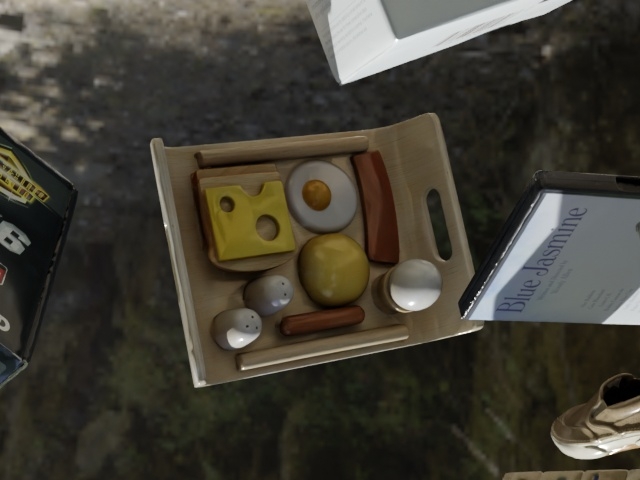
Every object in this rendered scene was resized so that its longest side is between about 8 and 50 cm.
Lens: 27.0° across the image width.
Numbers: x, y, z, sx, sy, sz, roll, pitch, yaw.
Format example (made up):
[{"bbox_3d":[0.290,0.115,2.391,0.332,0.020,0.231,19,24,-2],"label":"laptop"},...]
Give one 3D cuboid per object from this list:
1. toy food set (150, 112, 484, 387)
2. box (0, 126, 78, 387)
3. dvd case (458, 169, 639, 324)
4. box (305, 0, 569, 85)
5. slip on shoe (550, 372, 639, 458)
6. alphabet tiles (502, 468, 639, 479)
[{"bbox_3d":[0.000,0.000,1.222,0.306,0.219,0.092,-8,172,-32],"label":"toy food set"},{"bbox_3d":[-0.241,-0.035,0.718,0.051,0.175,0.220,-39,115,23],"label":"box"},{"bbox_3d":[0.261,0.013,1.114,0.253,0.022,0.180,3,142,-17],"label":"dvd case"},{"bbox_3d":[0.069,-0.333,1.085,0.215,0.345,0.168,-20,-179,-16],"label":"box"},{"bbox_3d":[0.171,0.094,0.752,0.051,0.041,0.135,-35,-174,-22],"label":"slip on shoe"},{"bbox_3d":[0.181,0.325,1.129,0.011,0.285,0.342,34,155,-21],"label":"alphabet tiles"}]
